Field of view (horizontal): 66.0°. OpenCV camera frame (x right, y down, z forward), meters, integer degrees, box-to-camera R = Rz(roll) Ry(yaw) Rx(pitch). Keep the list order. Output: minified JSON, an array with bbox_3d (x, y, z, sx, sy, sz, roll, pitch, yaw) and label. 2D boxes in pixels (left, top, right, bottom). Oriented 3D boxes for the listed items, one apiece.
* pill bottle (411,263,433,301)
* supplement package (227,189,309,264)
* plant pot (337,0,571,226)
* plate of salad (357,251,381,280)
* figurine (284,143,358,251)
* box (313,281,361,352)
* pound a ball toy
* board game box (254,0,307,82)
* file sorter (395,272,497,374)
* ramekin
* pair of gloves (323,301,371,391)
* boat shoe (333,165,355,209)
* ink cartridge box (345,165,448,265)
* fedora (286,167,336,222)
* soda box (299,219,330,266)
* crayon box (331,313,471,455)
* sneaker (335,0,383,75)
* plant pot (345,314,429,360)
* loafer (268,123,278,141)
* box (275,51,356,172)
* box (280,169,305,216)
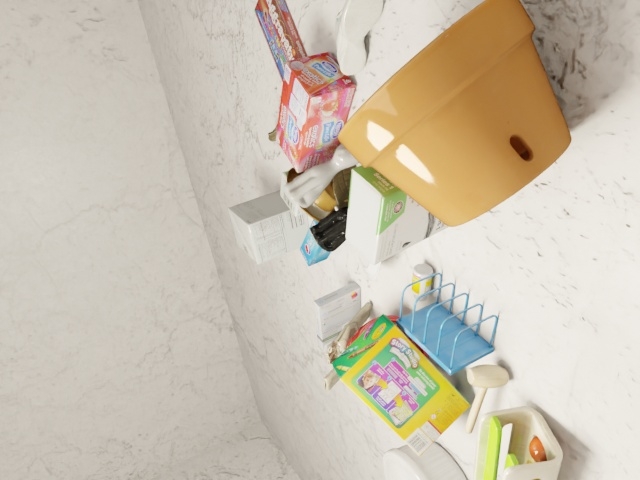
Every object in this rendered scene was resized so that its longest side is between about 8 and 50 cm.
[{"bbox_3d":[0.226,0.095,1.098,0.043,0.043,0.083,44,146,45],"label":"pill bottle"},{"bbox_3d":[-0.170,-0.050,1.647,0.194,0.203,0.149,35,140,54],"label":"supplement package"},{"bbox_3d":[0.199,-0.158,0.683,0.204,0.291,0.291,51,157,-1],"label":"plant pot"},{"bbox_3d":[0.128,-0.001,1.215,0.200,0.048,0.200,178,90,-79],"label":"plate of salad"},{"bbox_3d":[0.047,-0.118,1.155,0.215,0.209,0.092,60,-165,21],"label":"figurine"},{"bbox_3d":[0.055,0.230,1.465,0.038,0.145,0.186,41,145,45],"label":"box"},{"bbox_3d":[0.379,0.421,0.974,0.208,0.135,0.320,-100,3,-59],"label":"pound a ball toy"},{"bbox_3d":[-0.098,-0.525,1.306,0.282,0.027,0.145,68,156,1],"label":"board game box"},{"bbox_3d":[0.254,0.160,0.999,0.170,0.118,0.105,43,143,46],"label":"file sorter"},{"bbox_3d":[0.297,0.674,1.334,0.273,0.127,0.273,48,149,41],"label":"ramekin"},{"bbox_3d":[0.084,0.310,1.413,0.042,0.204,0.240,28,138,25],"label":"pair of gloves"},{"bbox_3d":[0.064,-0.110,1.234,0.060,0.064,0.178,96,170,-89],"label":"boat shoe"},{"bbox_3d":[0.160,-0.077,0.876,0.092,0.219,0.160,46,149,36],"label":"ink cartridge box"},{"bbox_3d":[-0.003,-0.134,1.320,0.079,0.194,0.194,-39,69,27],"label":"fedora"},{"bbox_3d":[0.000,0.000,1.481,0.067,0.071,0.210,62,156,17],"label":"soda box"},{"bbox_3d":[0.180,0.321,1.096,0.278,0.165,0.081,47,178,-14],"label":"crayon box"},{"bbox_3d":[0.061,-0.438,0.976,0.212,0.080,0.094,108,147,-58],"label":"sneaker"},{"bbox_3d":[0.155,0.295,1.248,0.191,0.191,0.174,65,162,9],"label":"plant pot"},{"bbox_3d":[-0.113,-0.329,1.476,0.148,0.056,0.050,6,114,54],"label":"loafer"},{"bbox_3d":[-0.019,-0.304,1.195,0.128,0.122,0.257,58,155,24],"label":"box"},{"bbox_3d":[-0.058,-0.147,1.462,0.101,0.087,0.102,54,153,30],"label":"box"}]
